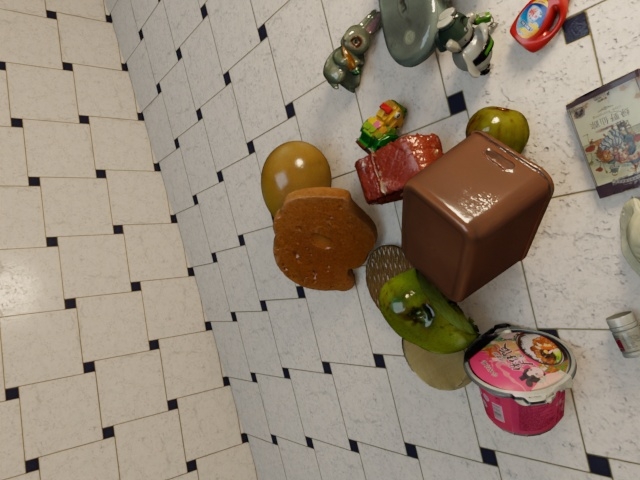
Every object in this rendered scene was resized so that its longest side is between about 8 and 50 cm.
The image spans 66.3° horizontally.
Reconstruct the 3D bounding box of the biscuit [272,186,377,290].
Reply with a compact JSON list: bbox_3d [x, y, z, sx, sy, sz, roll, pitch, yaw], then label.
[{"bbox_3d":[0.000,-0.001,1.685,0.078,0.350,0.455,-78,9,-48],"label":"biscuit"}]

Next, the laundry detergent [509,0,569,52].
[{"bbox_3d":[0.503,-0.507,1.081,0.097,0.049,0.165,53,136,15],"label":"laundry detergent"}]

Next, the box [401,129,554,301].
[{"bbox_3d":[0.348,-0.045,1.171,0.239,0.229,0.339,47,162,31],"label":"box"}]

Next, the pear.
[{"bbox_3d":[0.273,0.205,1.305,0.164,0.255,0.238,-42,64,21],"label":"pear"}]

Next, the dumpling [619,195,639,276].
[{"bbox_3d":[0.687,0.017,0.976,0.216,0.126,0.166,27,138,40],"label":"dumpling"}]

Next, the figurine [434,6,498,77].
[{"bbox_3d":[0.357,-0.474,1.182,0.126,0.192,0.147,-18,50,40],"label":"figurine"}]

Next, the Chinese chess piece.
[{"bbox_3d":[0.365,0.328,1.480,0.250,0.103,0.249,18,115,45],"label":"Chinese chess piece"}]

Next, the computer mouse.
[{"bbox_3d":[0.247,-0.637,1.295,0.188,0.122,0.370,-19,79,52],"label":"computer mouse"}]

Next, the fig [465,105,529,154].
[{"bbox_3d":[0.415,-0.235,1.200,0.148,0.142,0.186,-122,47,-62],"label":"fig"}]

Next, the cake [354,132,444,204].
[{"bbox_3d":[0.237,-0.200,1.407,0.283,0.177,0.150,-25,82,46],"label":"cake"}]

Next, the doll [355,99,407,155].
[{"bbox_3d":[0.188,-0.332,1.471,0.106,0.134,0.186,49,128,32],"label":"doll"}]

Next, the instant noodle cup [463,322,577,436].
[{"bbox_3d":[0.502,0.367,1.233,0.259,0.302,0.181,-6,114,19],"label":"instant noodle cup"}]

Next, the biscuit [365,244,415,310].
[{"bbox_3d":[0.248,0.139,1.613,0.262,0.037,0.261,20,117,46],"label":"biscuit"}]

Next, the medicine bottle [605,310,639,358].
[{"bbox_3d":[0.682,0.208,1.086,0.058,0.058,0.091,-33,76,50],"label":"medicine bottle"}]

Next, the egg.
[{"bbox_3d":[-0.087,-0.196,1.743,0.250,0.250,0.322,37,137,38],"label":"egg"}]

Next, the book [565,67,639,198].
[{"bbox_3d":[0.632,-0.219,1.036,0.157,0.026,0.231,-24,83,52],"label":"book"}]

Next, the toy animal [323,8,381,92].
[{"bbox_3d":[0.096,-0.591,1.503,0.127,0.125,0.251,30,122,7],"label":"toy animal"}]
